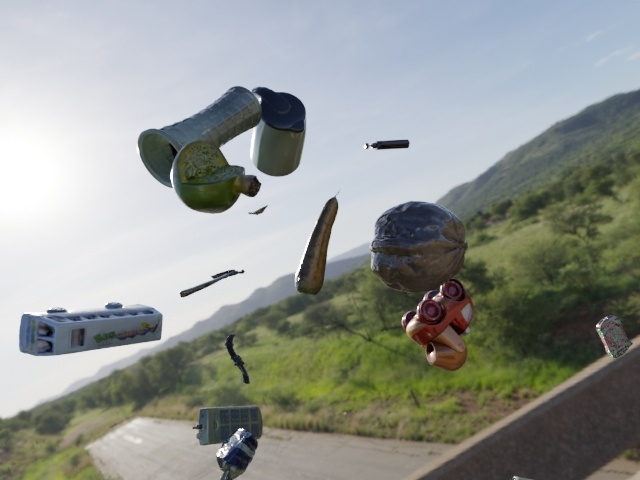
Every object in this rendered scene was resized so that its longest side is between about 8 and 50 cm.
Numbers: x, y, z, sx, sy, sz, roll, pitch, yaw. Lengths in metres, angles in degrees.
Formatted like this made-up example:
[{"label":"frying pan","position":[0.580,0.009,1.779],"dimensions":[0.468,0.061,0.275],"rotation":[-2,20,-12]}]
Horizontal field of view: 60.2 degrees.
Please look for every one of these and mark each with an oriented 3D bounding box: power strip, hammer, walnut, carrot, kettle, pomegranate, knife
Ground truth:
[{"label":"power strip","position":[-0.207,0.422,1.263],"dimensions":[0.029,0.079,0.227],"rotation":[-15,-20,30]},{"label":"hammer","position":[-0.378,0.144,1.880],"dimensions":[0.125,0.026,0.297],"rotation":[-13,6,24]},{"label":"walnut","position":[0.218,0.014,1.258],"dimensions":[0.224,0.224,0.224],"rotation":[-25,-4,-2]},{"label":"carrot","position":[0.000,0.000,1.463],"dimensions":[0.078,0.298,0.078],"rotation":[17,-3,1]},{"label":"kettle","position":[-0.140,-0.336,1.631],"dimensions":[0.161,0.221,0.236],"rotation":[-35,-15,-22]},{"label":"pomegranate","position":[-0.204,-0.107,1.064],"dimensions":[0.122,0.169,0.143],"rotation":[-63,-2,28]},{"label":"knife","position":[-0.276,0.386,1.811],"dimensions":[0.046,0.222,0.021],"rotation":[-5,-53,-22]}]

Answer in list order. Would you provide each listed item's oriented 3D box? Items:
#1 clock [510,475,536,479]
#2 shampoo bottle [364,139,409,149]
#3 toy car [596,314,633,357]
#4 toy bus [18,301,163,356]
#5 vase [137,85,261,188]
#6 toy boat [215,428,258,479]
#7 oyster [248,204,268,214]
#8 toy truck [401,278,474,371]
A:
[{"label":"clock","position":[0.413,0.659,1.056],"dimensions":[0.077,0.385,0.386],"rotation":[0,2,14]},{"label":"shampoo bottle","position":[0.202,-0.291,1.683],"dimensions":[0.137,0.027,0.048],"rotation":[-5,-5,-10]},{"label":"toy car","position":[0.840,0.274,1.590],"dimensions":[0.069,0.142,0.055],"rotation":[-33,18,-4]},{"label":"toy bus","position":[-0.558,0.222,1.375],"dimensions":[0.136,0.108,0.330],"rotation":[8,3,35]},{"label":"vase","position":[-0.263,-0.254,1.271],"dimensions":[0.143,0.143,0.299],"rotation":[-29,14,46]},{"label":"toy boat","position":[-0.216,0.507,1.099],"dimensions":[0.291,0.070,0.210],"rotation":[-61,-9,-6]},{"label":"oyster","position":[-0.181,-0.084,1.609],"dimensions":[0.054,0.019,0.083],"rotation":[-26,9,-28]},{"label":"toy truck","position":[0.415,0.282,1.814],"dimensions":[0.265,0.239,0.189],"rotation":[-39,-9,-27]}]
